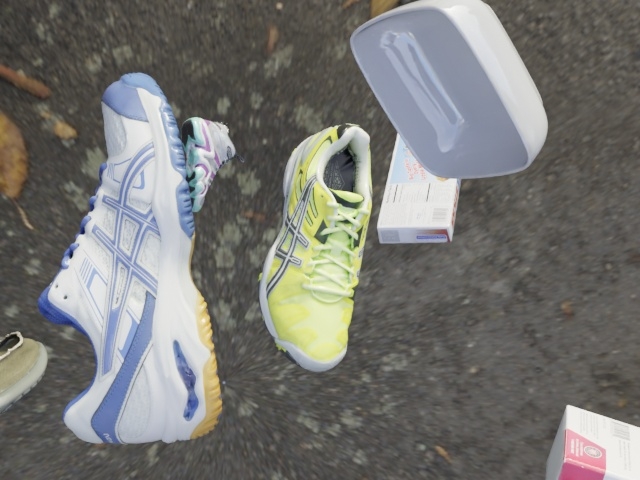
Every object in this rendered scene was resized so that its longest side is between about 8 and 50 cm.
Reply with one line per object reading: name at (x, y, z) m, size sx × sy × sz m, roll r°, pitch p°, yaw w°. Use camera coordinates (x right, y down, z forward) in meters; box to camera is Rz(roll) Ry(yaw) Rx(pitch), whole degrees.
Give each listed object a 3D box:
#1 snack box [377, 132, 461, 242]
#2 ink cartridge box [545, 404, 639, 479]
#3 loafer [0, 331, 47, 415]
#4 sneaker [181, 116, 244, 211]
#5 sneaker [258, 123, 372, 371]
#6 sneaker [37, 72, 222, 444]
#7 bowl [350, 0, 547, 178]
snack box at (0.096, -0.064, 1.100) m, size 0.064 × 0.022 × 0.178 m, roll -1°, pitch 42°, yaw 15°
ink cartridge box at (0.421, 0.324, 1.580) m, size 0.237 × 0.172 × 0.100 m, roll 17°, pitch 109°, yaw 7°
loafer at (-0.337, 0.139, 1.099) m, size 0.094 × 0.251 × 0.087 m, roll -34°, pitch 98°, yaw 25°
sneaker at (-0.110, -0.078, 1.269) m, size 0.069 × 0.038 × 0.098 m, roll 0°, pitch 95°, yaw -38°
sneaker at (0.000, 0.000, 1.782) m, size 0.145 × 0.147 × 0.384 m, roll 10°, pitch 68°, yaw -19°
sneaker at (-0.159, 0.011, 0.939) m, size 0.131 × 0.112 × 0.296 m, roll -8°, pitch 75°, yaw -6°
bowl at (0.099, -0.117, 0.886) m, size 0.053 × 0.142 × 0.142 m, roll -42°, pitch 109°, yaw -24°
